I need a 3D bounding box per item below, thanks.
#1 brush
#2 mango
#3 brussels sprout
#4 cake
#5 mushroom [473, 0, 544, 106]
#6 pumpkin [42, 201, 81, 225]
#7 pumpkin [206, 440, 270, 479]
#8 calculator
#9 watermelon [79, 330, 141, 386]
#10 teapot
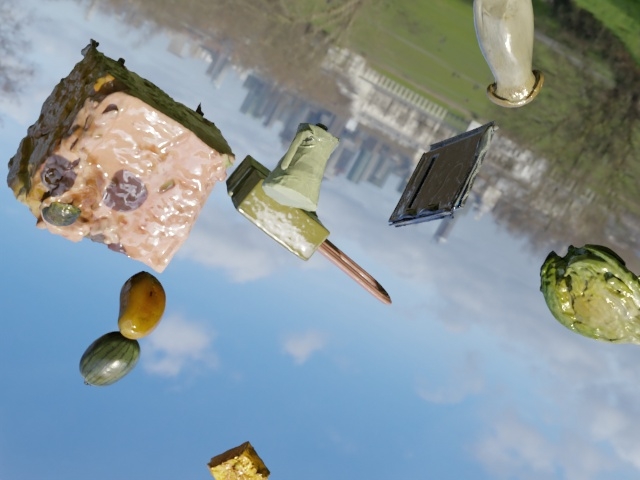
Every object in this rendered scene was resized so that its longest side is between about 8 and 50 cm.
[{"bbox_3d":[0.000,0.000,0.976,0.233,0.047,0.103,37,-170,-22],"label":"brush"},{"bbox_3d":[-0.275,0.100,1.326,0.080,0.060,0.114,51,-149,-29],"label":"mango"},{"bbox_3d":[0.423,0.083,1.320,0.181,0.139,0.100,31,-152,4],"label":"brussels sprout"},{"bbox_3d":[-0.367,-0.145,1.614,0.307,0.314,0.293,32,-169,-33],"label":"cake"},{"bbox_3d":[0.304,-0.319,1.404,0.088,0.097,0.212,26,146,52],"label":"mushroom"},{"bbox_3d":[-0.425,-0.038,1.415,0.050,0.028,0.083,21,158,-32],"label":"pumpkin"},{"bbox_3d":[-0.136,0.382,1.446,0.074,0.083,0.054,60,-168,-14],"label":"pumpkin"},{"bbox_3d":[0.194,-0.102,1.402,0.028,0.165,0.274,28,169,-13],"label":"calculator"},{"bbox_3d":[-0.343,0.193,1.407,0.078,0.111,0.078,53,-176,-5],"label":"watermelon"},{"bbox_3d":[-0.016,-0.076,0.823,0.057,0.083,0.067,20,166,22],"label":"teapot"}]
